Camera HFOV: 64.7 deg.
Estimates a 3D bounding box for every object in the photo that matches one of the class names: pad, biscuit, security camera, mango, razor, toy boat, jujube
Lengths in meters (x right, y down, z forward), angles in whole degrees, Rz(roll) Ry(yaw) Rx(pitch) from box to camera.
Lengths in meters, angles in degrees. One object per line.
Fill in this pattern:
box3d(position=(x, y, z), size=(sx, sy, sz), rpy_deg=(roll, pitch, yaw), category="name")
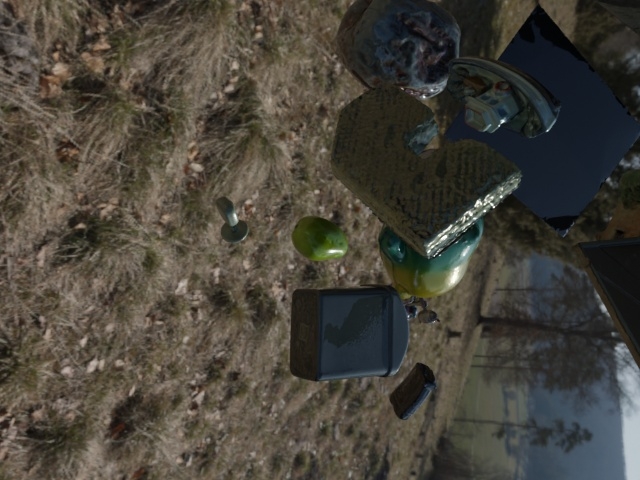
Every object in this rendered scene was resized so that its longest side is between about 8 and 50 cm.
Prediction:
box3d(position=(0.405, -0.187, 0.885), size=(0.368, 0.007, 0.247), rpy_deg=(30, 100, -28), category="pad")
box3d(position=(0.101, -0.099, 0.606), size=(0.250, 0.147, 0.046), rpy_deg=(49, -9, 37), category="biscuit")
box3d(position=(-0.169, -0.043, 0.954), size=(0.092, 0.058, 0.058), rpy_deg=(91, 10, -57), category="security camera")
box3d(position=(-0.003, -0.005, 1.272), size=(0.163, 0.089, 0.117), rpy_deg=(2, 53, -52), category="mango")
box3d(position=(0.244, 0.396, 1.335), size=(0.054, 0.148, 0.090), rpy_deg=(23, 22, -26), category="razor")
box3d(position=(0.165, -0.136, 0.488), size=(0.066, 0.140, 0.059), rpy_deg=(-31, 137, -12), category="toy boat")
box3d(position=(0.198, -0.466, 1.226), size=(0.308, 0.215, 0.246), rpy_deg=(24, 94, -30), category="jujube")

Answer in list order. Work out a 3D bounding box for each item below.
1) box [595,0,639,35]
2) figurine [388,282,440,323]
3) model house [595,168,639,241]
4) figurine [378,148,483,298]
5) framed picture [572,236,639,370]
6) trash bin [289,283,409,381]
box3d(position=(0.608, -0.371, 0.698), size=(0.345, 0.251, 0.204), rpy_deg=(8, 107, -37), category="box")
box3d(position=(0.283, 0.180, 1.548), size=(0.103, 0.205, 0.260), rpy_deg=(-48, 163, -42), category="figurine")
box3d(position=(0.803, 0.012, 1.140), size=(0.312, 0.245, 0.280), rpy_deg=(-104, -143, -80), category="model house")
box3d(position=(0.258, -0.015, 1.153), size=(0.324, 0.231, 0.340), rpy_deg=(-23, 133, -26), category="figurine")
box3d(position=(0.596, 0.119, 0.882), size=(0.020, 0.211, 0.289), rpy_deg=(109, -29, -55), category="framed picture")
box3d(position=(0.060, 0.170, 0.943), size=(0.236, 0.101, 0.176), rpy_deg=(5, 86, -41), category="trash bin")
